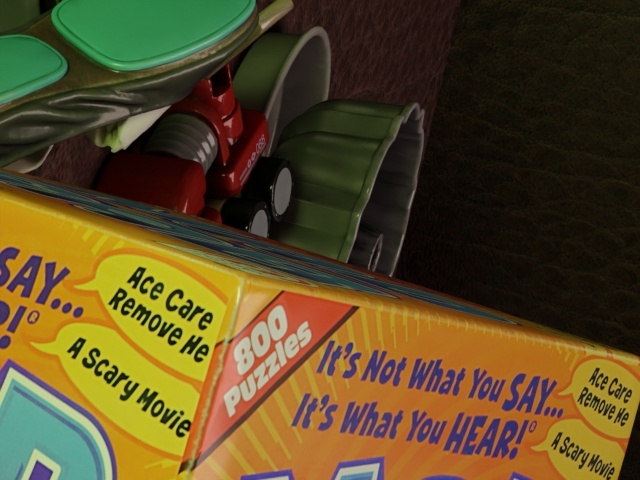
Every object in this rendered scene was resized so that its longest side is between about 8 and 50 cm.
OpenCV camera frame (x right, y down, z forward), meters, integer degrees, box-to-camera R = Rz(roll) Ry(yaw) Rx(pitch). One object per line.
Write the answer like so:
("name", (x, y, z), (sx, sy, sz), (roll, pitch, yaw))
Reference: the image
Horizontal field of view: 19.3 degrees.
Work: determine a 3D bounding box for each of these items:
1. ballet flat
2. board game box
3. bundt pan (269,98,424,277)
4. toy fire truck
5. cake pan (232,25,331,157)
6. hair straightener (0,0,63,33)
("ballet flat", (-0.161, -0.096, 1.173), (0.280, 0.095, 0.096), (-23, 145, -37))
("board game box", (-0.109, 0.166, 0.967), (0.356, 0.356, 0.356), (13, 93, -53))
("bundt pan", (0.000, 0.000, 1.927), (0.331, 0.124, 0.331), (18, 90, -79))
("toy fire truck", (-0.100, -0.078, 1.578), (0.217, 0.158, 0.246), (-62, 153, -45))
("cake pan", (-0.060, -0.087, 1.966), (0.293, 0.054, 0.293), (16, 90, -79))
("hair straightener", (-0.195, -0.180, 1.151), (0.230, 0.047, 0.089), (93, 16, -50))
